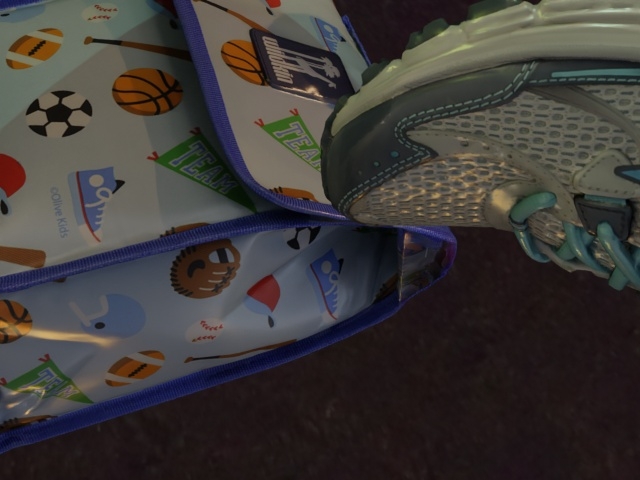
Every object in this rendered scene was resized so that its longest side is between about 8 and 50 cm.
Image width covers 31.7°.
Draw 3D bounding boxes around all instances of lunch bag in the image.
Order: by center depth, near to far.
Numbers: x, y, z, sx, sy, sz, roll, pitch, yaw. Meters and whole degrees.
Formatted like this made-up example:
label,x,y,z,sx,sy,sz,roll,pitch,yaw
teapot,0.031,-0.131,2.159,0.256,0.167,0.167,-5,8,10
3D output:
label,x,y,z,sx,sy,sz,roll,pitch,yaw
lunch bag,-0.121,-0.061,0.907,0.386,0.327,0.239,-14,143,-11

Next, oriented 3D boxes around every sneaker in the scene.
label,x,y,z,sx,sy,sz,roll,pitch,yaw
sneaker,0.134,-0.012,0.357,0.283,0.110,0.122,-3,76,17
